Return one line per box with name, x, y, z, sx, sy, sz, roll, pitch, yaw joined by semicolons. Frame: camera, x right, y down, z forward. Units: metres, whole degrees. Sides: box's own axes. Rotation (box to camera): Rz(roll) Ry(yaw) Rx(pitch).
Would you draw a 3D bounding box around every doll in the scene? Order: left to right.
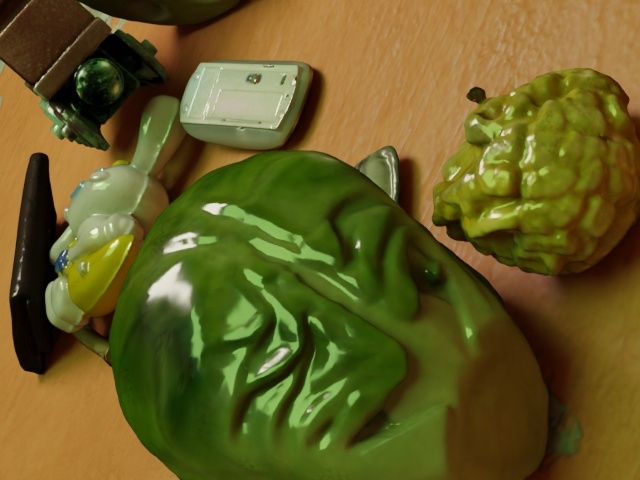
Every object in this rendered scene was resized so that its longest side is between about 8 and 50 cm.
doll;-0.242;-0.019;1.725;0.252;0.111;0.237;-47;22;46

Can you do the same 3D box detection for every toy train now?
toy train;-0.308;-0.220;1.770;0.150;0.221;0.304;-49;14;-4

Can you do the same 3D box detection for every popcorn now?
popcorn;0.171;-0.056;1.171;0.180;0.180;0.170;-33;86;40

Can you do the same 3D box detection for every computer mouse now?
computer mouse;-0.079;-0.151;1.632;0.199;0.045;0.102;7;75;48

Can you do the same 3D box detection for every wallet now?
wallet;-0.352;0.026;1.852;0.182;0.049;0.229;98;170;-55

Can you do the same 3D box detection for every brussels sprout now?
brussels sprout;0.004;0.098;1.197;0.355;0.281;0.289;15;66;34

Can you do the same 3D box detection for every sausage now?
sausage;-0.263;0.119;1.758;0.116;0.026;0.026;25;93;56

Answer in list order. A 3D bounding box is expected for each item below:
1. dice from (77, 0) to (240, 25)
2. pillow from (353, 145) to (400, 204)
dice;-0.192;-0.399;1.759;0.238;0.233;0.226;-14;62;51
pillow;0.000;0.000;1.454;0.233;0.038;0.130;-30;52;43
